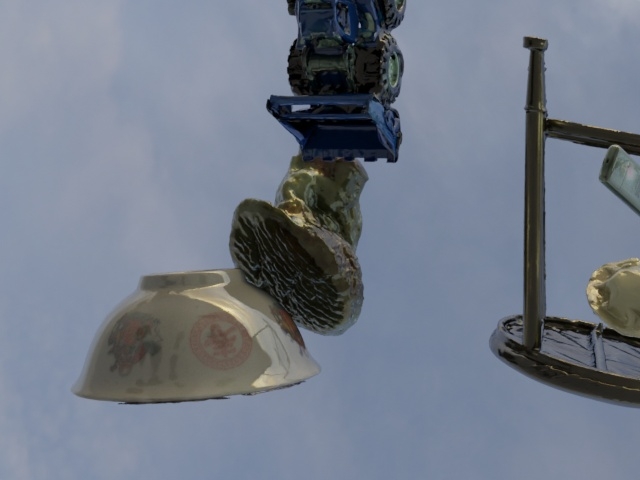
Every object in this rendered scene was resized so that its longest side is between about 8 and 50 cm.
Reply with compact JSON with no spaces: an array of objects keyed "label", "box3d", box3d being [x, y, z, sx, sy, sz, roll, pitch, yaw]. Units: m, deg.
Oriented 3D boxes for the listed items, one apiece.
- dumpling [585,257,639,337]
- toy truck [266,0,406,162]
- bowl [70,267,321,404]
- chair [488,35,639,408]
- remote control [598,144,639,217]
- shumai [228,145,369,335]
[{"label":"dumpling","box3d":[0.257,0.050,0.741,0.057,0.052,0.076,-16,-108,23]},{"label":"toy truck","box3d":[0.019,-0.179,0.877,0.113,0.126,0.208,2,-80,21]},{"label":"bowl","box3d":[-0.175,0.120,1.226,0.346,0.345,0.157,-4,-91,25]},{"label":"chair","box3d":[0.407,-0.016,1.164,0.362,0.364,0.410,13,-81,12]},{"label":"remote control","box3d":[0.384,-0.071,1.089,0.018,0.124,0.053,13,-102,50]},{"label":"shumai","box3d":[0.000,0.000,1.337,0.222,0.203,0.272,24,-42,25]}]
